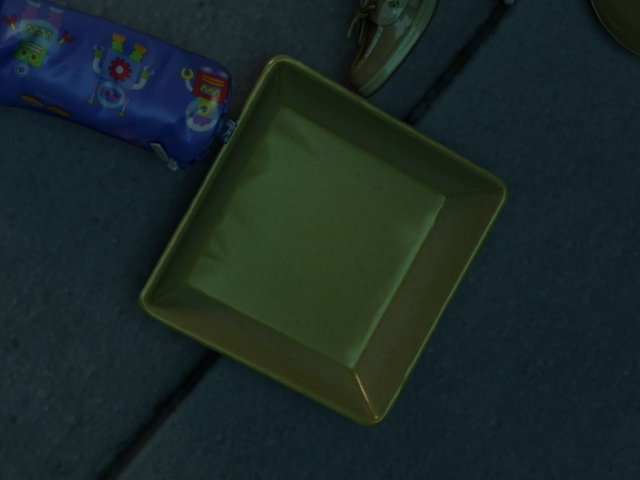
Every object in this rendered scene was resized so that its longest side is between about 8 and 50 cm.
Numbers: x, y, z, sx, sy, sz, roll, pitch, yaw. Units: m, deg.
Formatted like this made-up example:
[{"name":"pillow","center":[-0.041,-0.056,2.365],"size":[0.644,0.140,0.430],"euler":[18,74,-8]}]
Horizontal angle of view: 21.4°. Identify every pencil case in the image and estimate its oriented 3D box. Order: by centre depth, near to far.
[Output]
[{"name":"pencil case","center":[-0.244,-0.173,1.838],"size":[0.306,0.119,0.133],"euler":[19,71,-16]}]

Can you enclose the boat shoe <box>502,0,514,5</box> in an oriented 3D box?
[{"name":"boat shoe","center":[0.225,-0.348,1.980],"size":[0.040,0.049,0.142],"euler":[12,95,2]}]

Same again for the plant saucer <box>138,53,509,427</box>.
[{"name":"plant saucer","center":[0.000,0.000,1.957],"size":[0.333,0.081,0.332],"euler":[29,92,-18]}]

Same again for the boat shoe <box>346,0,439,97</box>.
[{"name":"boat shoe","center":[0.092,-0.299,1.927],"size":[0.089,0.104,0.285],"euler":[28,81,-13]}]

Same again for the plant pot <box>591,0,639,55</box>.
[{"name":"plant pot","center":[0.424,-0.334,2.040],"size":[0.236,0.032,0.236],"euler":[-3,100,-14]}]
